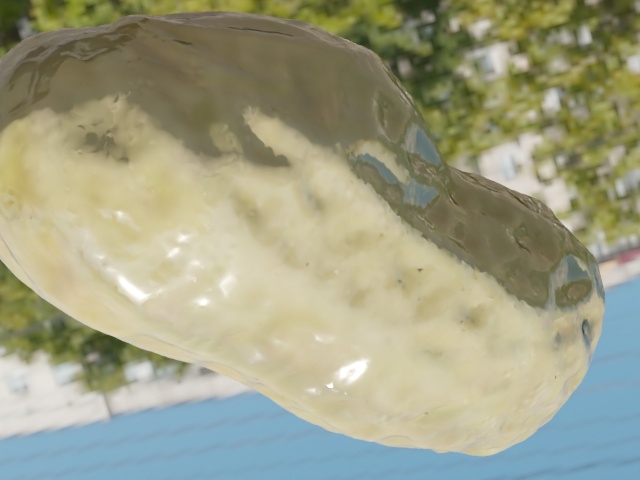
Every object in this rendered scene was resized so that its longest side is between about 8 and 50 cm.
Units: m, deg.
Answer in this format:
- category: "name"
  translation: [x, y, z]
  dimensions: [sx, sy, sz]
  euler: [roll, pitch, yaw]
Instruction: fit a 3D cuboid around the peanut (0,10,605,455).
- category: "peanut"
  translation: [0.000, 0.000, 0.690]
  dimensions: [0.152, 0.313, 0.152]
  euler: [-36, -141, 36]
